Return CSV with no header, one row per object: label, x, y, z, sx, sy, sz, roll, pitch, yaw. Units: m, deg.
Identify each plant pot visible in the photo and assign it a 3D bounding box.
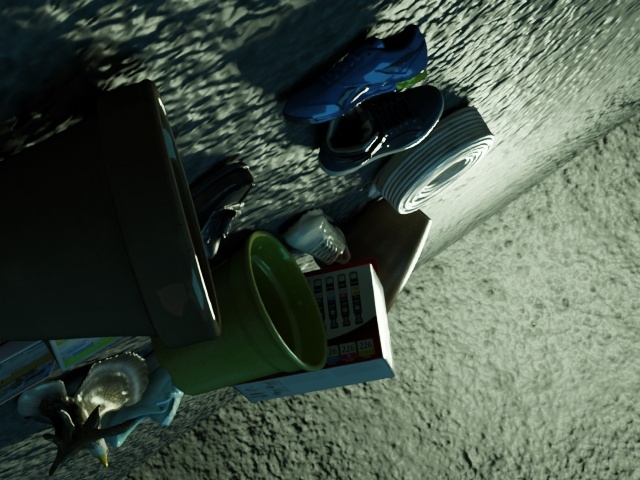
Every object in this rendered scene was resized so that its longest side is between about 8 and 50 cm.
plant pot,0.136,0.011,1.980,0.230,0.215,0.215,-52,165,10
plant pot,-0.162,0.159,1.636,0.253,0.276,0.276,-26,171,17
plant pot,-0.237,-0.004,0.861,0.229,0.263,0.263,-14,165,-6

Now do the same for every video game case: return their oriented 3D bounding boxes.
video game case,-0.499,0.214,1.372,0.204,0.025,0.285,-31,171,-32

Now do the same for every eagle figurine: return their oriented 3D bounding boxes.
eagle figurine,-0.466,0.344,1.746,0.226,0.225,0.298,8,-165,-8

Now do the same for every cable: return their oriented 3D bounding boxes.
cable,0.230,-0.159,1.774,0.257,0.089,0.257,-30,167,-20

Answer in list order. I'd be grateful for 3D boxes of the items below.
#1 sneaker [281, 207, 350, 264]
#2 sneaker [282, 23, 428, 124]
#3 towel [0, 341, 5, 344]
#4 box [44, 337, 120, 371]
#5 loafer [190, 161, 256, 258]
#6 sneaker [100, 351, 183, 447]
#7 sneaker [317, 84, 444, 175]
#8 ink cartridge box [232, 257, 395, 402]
sneaker,0.000,0.000,1.770,0.090,0.095,0.235,-37,166,17
sneaker,0.042,-0.220,1.147,0.209,0.069,0.082,-24,133,-9
towel,-0.480,0.121,1.120,0.198,0.031,0.275,-31,169,-25
box,-0.333,0.085,1.189,0.114,0.103,0.203,-30,167,-20
loafer,-0.186,0.007,1.298,0.302,0.095,0.109,-41,166,29
sneaker,-0.344,0.328,1.977,0.365,0.150,0.135,-35,169,2
sneaker,0.099,-0.184,1.344,0.226,0.086,0.163,-32,170,-5
ink cartridge box,-0.026,0.160,1.797,0.309,0.272,0.130,-13,152,10
